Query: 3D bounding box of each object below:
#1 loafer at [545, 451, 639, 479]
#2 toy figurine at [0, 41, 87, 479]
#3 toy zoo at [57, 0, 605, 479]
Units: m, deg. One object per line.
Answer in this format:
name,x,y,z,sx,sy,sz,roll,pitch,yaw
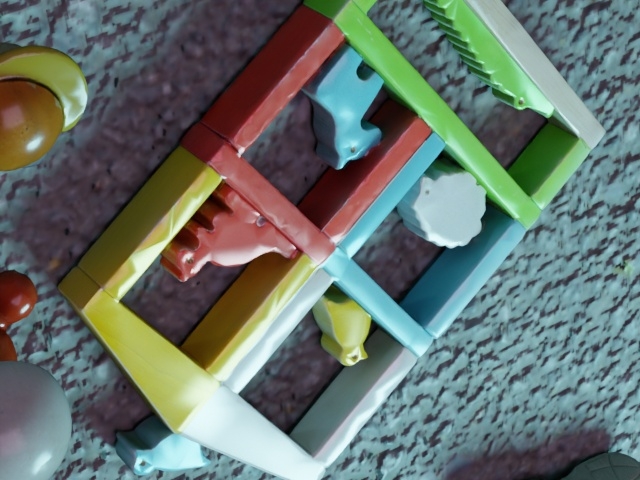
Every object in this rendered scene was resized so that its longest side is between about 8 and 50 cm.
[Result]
loafer,0.141,0.164,1.107,0.125,0.045,0.039,-16,128,-31
toy figurine,-0.199,0.007,0.717,0.213,0.148,0.210,-6,116,-32
toy zoo,0.000,0.000,0.930,0.293,0.030,0.192,-49,131,-4
